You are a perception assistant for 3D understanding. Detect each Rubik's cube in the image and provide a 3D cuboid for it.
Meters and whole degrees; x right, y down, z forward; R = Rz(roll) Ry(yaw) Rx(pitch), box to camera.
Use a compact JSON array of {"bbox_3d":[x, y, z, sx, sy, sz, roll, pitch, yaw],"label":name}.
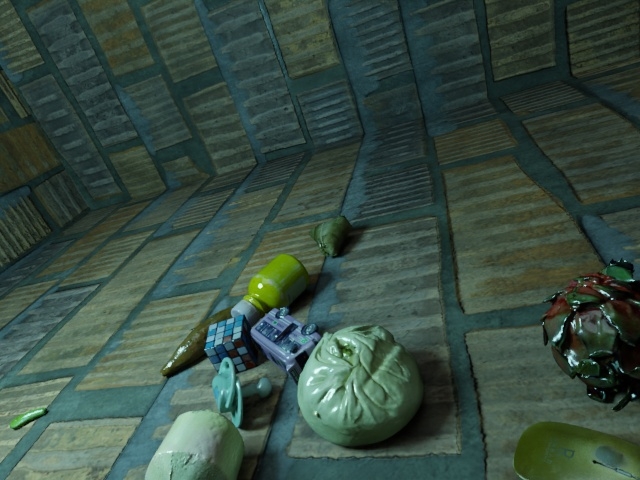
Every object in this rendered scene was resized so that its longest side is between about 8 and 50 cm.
[{"bbox_3d":[-0.205,0.244,1.012,0.092,0.092,0.092,-19,26,4],"label":"Rubik's cube"}]

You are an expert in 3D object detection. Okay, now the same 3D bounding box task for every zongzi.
[{"bbox_3d":[0.000,0.000,1.368,0.176,0.078,0.160,-15,25,35],"label":"zongzi"}]

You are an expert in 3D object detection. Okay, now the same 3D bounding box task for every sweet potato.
[{"bbox_3d":[-0.282,0.230,1.125,0.314,0.072,0.066,-43,19,-33],"label":"sweet potato"}]

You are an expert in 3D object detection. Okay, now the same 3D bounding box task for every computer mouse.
[{"bbox_3d":[0.353,0.297,0.555,0.199,0.045,0.102,5,38,43],"label":"computer mouse"}]

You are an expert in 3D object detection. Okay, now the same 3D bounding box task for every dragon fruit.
[{"bbox_3d":[0.435,0.138,0.670,0.189,0.182,0.182,-26,25,-31],"label":"dragon fruit"}]

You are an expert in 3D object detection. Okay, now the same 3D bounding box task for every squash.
[{"bbox_3d":[-0.734,0.444,1.094,0.089,0.027,0.027,-26,26,-15],"label":"squash"}]

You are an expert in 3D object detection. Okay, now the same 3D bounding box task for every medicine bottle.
[{"bbox_3d":[-0.135,0.138,1.135,0.122,0.122,0.212,5,36,42],"label":"medicine bottle"}]

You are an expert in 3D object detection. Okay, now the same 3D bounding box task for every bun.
[{"bbox_3d":[0.064,0.240,0.771,0.229,0.145,0.229,-17,22,7],"label":"bun"}]

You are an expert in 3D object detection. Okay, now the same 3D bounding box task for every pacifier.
[{"bbox_3d":[-0.155,0.295,0.879,0.117,0.126,0.150,-4,12,-22],"label":"pacifier"}]

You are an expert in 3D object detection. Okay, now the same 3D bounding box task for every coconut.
[{"bbox_3d":[-0.205,0.372,0.708,0.147,0.147,0.152,-16,19,11],"label":"coconut"}]

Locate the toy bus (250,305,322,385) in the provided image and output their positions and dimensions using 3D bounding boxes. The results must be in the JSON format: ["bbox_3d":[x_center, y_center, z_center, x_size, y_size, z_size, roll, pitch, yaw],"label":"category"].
[{"bbox_3d":[-0.065,0.226,0.944,0.108,0.096,0.199,-38,28,-23],"label":"toy bus"}]
